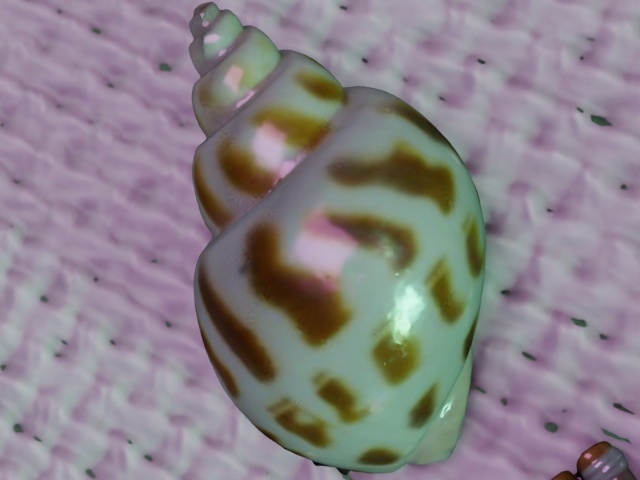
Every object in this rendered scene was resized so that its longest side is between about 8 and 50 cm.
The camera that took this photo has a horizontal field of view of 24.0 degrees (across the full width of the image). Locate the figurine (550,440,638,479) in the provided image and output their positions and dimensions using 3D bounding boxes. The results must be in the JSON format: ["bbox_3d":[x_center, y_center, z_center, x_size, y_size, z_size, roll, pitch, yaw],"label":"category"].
[{"bbox_3d":[0.194,0.191,0.781,0.147,0.093,0.197,-41,71,-1],"label":"figurine"}]

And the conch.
[{"bbox_3d":[0.000,0.000,0.844,0.183,0.149,0.275,-24,78,11],"label":"conch"}]
